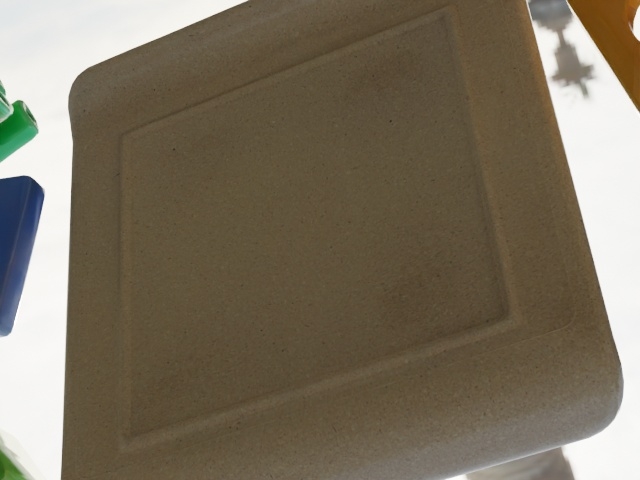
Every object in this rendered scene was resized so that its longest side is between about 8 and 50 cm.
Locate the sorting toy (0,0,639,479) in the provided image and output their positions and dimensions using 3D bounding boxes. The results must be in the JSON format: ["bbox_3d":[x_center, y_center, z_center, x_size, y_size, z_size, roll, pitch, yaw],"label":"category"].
[{"bbox_3d":[0.000,0.000,0.457,0.348,0.047,0.196,-19,-125,17],"label":"sorting toy"}]

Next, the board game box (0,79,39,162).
[{"bbox_3d":[-0.285,-0.204,0.553,0.050,0.390,0.390,-34,175,4],"label":"board game box"}]
